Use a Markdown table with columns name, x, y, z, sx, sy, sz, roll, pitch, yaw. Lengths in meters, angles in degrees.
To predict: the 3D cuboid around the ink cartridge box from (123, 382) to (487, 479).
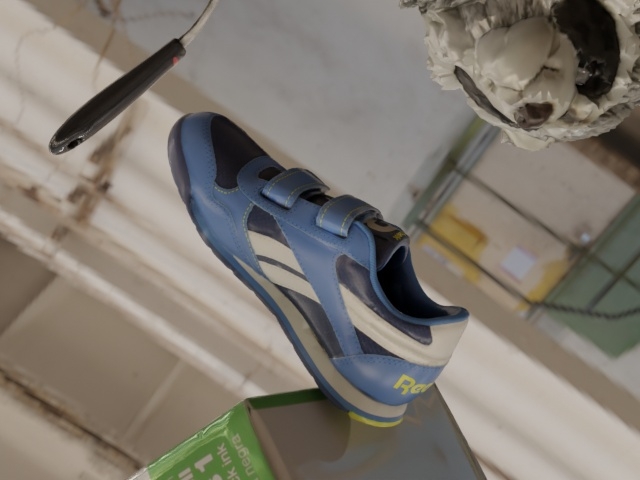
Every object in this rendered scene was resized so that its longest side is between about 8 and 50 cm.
| name | x | y | z | sx | sy | sz | roll | pitch | yaw |
| --- | --- | --- | --- | --- | --- | --- | --- | --- | --- |
| ink cartridge box | -0.052 | 0.149 | 0.605 | 0.160 | 0.219 | 0.093 | 2 | -123 | -61 |

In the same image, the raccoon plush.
| name | x | y | z | sx | sy | sz | roll | pitch | yaw |
| --- | --- | --- | --- | --- | --- | --- | --- | --- | --- |
| raccoon plush | 0.158 | -0.278 | 1.002 | 0.299 | 0.216 | 0.446 | 38 | -117 | -35 |

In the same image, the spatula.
| name | x | y | z | sx | sy | sz | roll | pitch | yaw |
| --- | --- | --- | --- | --- | --- | --- | --- | --- | --- |
| spatula | -0.096 | -0.168 | 1.095 | 0.030 | 0.084 | 0.296 | 41 | -101 | 9 |

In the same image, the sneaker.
| name | x | y | z | sx | sy | sz | roll | pitch | yaw |
| --- | --- | --- | --- | --- | --- | --- | --- | --- | --- |
| sneaker | 0.000 | 0.000 | 0.555 | 0.144 | 0.059 | 0.053 | 49 | -152 | 7 |
